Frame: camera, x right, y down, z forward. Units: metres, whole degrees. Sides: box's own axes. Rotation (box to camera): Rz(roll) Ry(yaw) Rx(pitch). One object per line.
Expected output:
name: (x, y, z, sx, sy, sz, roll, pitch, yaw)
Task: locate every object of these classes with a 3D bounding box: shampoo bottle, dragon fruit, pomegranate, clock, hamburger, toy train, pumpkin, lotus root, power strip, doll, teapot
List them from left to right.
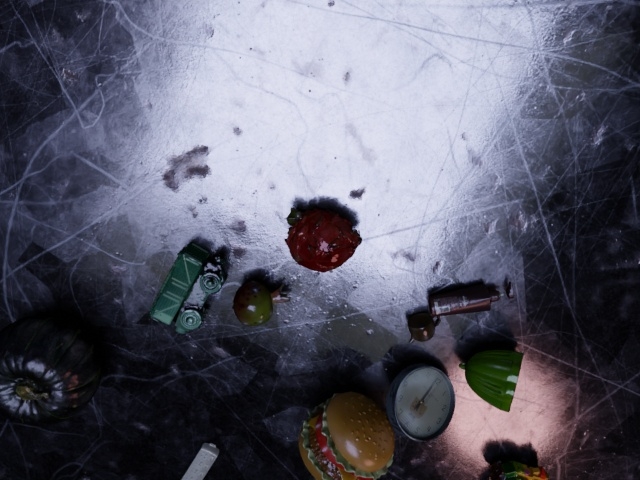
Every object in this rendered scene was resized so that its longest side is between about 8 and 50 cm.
pumpkin: (-0.798, 0.371, 1.633, 0.323, 0.241, 0.323, 1, 110, 4)
toy train: (-0.370, 0.141, 1.610, 0.154, 0.115, 0.269, 28, 108, -10)
power strip: (-0.411, 0.763, 1.863, 0.060, 0.027, 0.252, 29, 107, -8)
pomegranate: (-0.173, 0.168, 1.608, 0.159, 0.129, 0.129, -37, 104, 6)
dragon fruit: (0.000, 0.000, 1.522, 0.210, 0.172, 0.172, 21, 108, 10)
hamburger: (0.091, 0.570, 1.651, 0.274, 0.274, 0.212, 39, 121, -10)
clock: (0.299, 0.477, 1.673, 0.226, 0.049, 0.226, 1, 87, -25)
teapot: (0.301, 0.255, 1.651, 0.121, 0.076, 0.068, -29, 119, -20)
shampoo bottle: (0.428, 0.166, 1.618, 0.236, 0.067, 0.068, -10, 127, 4)
lotus root: (0.485, 0.386, 1.650, 0.186, 0.186, 0.186, 1, 108, 2)
doll: (0.619, 0.756, 1.785, 0.186, 0.106, 0.134, -4, 114, 3)
